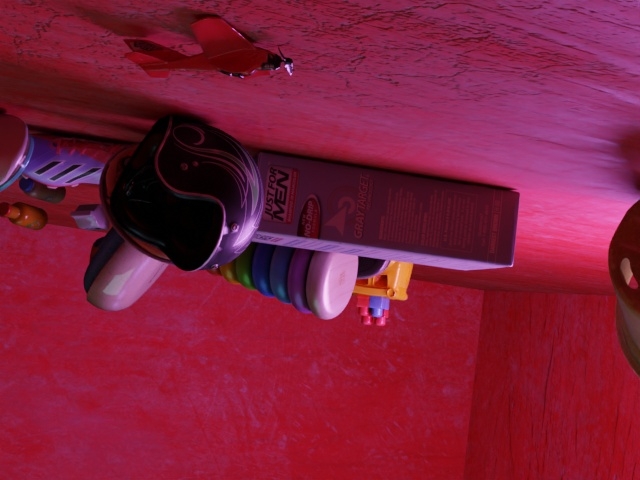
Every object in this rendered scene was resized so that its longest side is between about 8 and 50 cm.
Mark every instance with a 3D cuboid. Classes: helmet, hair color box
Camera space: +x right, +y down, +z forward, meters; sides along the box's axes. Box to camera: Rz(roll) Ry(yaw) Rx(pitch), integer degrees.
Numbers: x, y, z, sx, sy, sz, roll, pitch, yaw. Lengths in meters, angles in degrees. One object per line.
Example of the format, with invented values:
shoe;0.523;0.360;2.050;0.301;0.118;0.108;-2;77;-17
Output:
helmet;-0.146;-0.052;1.176;0.161;0.169;0.169;33;165;-22
hair color box;0.075;-0.036;1.440;0.374;0.114;0.185;7;175;-12

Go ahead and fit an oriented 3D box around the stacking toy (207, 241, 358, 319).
stacking toy;-0.112;0.029;1.634;0.330;0.141;0.141;11;177;24

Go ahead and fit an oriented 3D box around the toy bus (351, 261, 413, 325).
toy bus;0.092;0.078;2.202;0.220;0.211;0.149;7;177;20

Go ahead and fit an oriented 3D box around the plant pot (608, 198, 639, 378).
plant pot;0.475;0.055;1.240;0.276;0.276;0.254;4;163;32

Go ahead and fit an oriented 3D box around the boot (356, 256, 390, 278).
boot;0.000;0.000;1.820;0.377;0.138;0.284;9;176;28

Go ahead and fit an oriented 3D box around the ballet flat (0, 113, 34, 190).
ballet flat;-0.531;-0.122;1.341;0.139;0.139;0.400;11;175;-41

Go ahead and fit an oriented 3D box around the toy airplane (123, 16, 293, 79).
toy airplane;-0.096;-0.150;0.822;0.151;0.028;0.151;7;174;1

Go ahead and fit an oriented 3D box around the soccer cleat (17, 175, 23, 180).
soccer cleat;-0.521;-0.122;1.822;0.083;0.029;0.035;5;167;-8

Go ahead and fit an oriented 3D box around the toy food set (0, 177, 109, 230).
toy food set;-0.417;-0.078;1.673;0.232;0.111;0.104;-2;172;19

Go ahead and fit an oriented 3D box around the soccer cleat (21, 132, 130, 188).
soccer cleat;-0.312;-0.114;1.408;0.248;0.083;0.095;15;143;-24

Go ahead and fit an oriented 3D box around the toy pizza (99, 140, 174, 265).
toy pizza;-0.184;-0.055;1.284;0.201;0.201;0.032;9;142;-24

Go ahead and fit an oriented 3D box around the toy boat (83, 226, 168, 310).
toy boat;-0.331;-0.003;1.854;0.148;0.267;0.318;42;-158;3
